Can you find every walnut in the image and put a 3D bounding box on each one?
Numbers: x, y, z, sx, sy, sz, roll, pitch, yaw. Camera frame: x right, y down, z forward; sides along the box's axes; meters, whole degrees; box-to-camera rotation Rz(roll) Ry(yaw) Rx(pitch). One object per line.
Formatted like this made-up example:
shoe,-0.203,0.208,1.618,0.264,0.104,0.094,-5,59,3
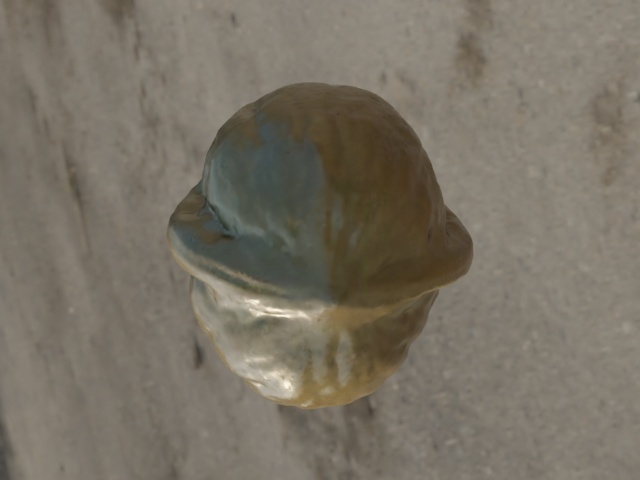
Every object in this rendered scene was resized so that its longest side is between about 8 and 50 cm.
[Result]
walnut,0.000,0.000,0.683,0.166,0.149,0.167,-178,90,-82
